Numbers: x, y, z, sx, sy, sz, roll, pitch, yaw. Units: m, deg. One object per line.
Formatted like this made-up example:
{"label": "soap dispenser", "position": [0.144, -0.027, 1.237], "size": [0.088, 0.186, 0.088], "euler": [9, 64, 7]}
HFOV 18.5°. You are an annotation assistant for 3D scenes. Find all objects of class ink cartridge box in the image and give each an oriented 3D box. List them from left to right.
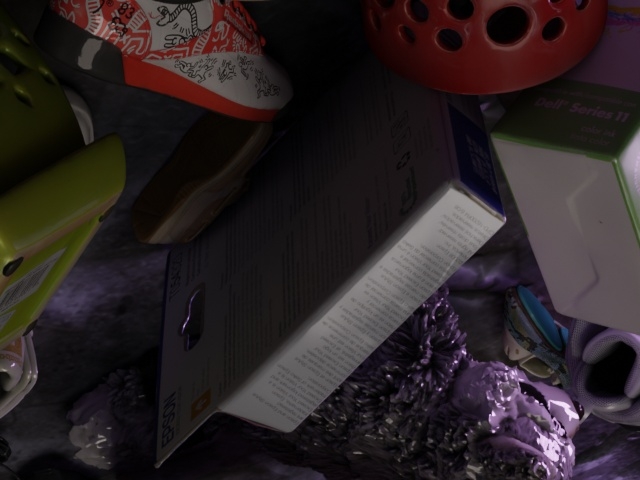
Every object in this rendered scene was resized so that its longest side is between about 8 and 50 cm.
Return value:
{"label": "ink cartridge box", "position": [0.000, 0.000, 1.556], "size": [0.071, 0.324, 0.330], "euler": [36, 113, -20]}
{"label": "ink cartridge box", "position": [0.298, -0.117, 1.577], "size": [0.353, 0.119, 0.207], "euler": [-51, 135, -29]}

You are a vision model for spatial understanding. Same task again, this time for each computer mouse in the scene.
{"label": "computer mouse", "position": [-0.284, 0.218, 1.868], "size": [0.071, 0.041, 0.242], "euler": [-21, 140, 26]}

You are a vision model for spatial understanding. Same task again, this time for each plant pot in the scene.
{"label": "plant pot", "position": [-0.283, -0.027, 1.389], "size": [0.227, 0.207, 0.228], "euler": [-52, 173, 28]}
{"label": "plant pot", "position": [0.118, -0.230, 1.470], "size": [0.191, 0.191, 0.174], "euler": [-19, 135, -9]}

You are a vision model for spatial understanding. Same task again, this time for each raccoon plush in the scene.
{"label": "raccoon plush", "position": [0.021, 0.212, 1.810], "size": [0.446, 0.299, 0.216], "euler": [-27, 141, 2]}

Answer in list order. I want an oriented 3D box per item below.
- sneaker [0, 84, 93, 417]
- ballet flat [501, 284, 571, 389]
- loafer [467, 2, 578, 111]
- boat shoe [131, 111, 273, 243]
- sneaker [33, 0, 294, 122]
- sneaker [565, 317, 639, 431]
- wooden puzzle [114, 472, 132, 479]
{"label": "sneaker", "position": [-0.248, 0.029, 1.574], "size": [0.108, 0.169, 0.292], "euler": [11, 127, -34]}
{"label": "ballet flat", "position": [0.220, 0.106, 1.986], "size": [0.070, 0.070, 0.188], "euler": [-37, 137, 13]}
{"label": "loafer", "position": [0.243, -0.087, 1.735], "size": [0.134, 0.130, 0.366], "euler": [-38, 139, 14]}
{"label": "boat shoe", "position": [-0.090, -0.056, 1.652], "size": [0.059, 0.063, 0.170], "euler": [15, 135, -41]}
{"label": "sneaker", "position": [-0.085, -0.181, 1.491], "size": [0.270, 0.090, 0.145], "euler": [11, 112, -51]}
{"label": "sneaker", "position": [0.374, 0.051, 1.884], "size": [0.366, 0.137, 0.210], "euler": [-52, 159, 20]}
{"label": "wooden puzzle", "position": [-0.032, 0.298, 1.814], "size": [0.348, 0.080, 0.322], "euler": [15, 175, -2]}
